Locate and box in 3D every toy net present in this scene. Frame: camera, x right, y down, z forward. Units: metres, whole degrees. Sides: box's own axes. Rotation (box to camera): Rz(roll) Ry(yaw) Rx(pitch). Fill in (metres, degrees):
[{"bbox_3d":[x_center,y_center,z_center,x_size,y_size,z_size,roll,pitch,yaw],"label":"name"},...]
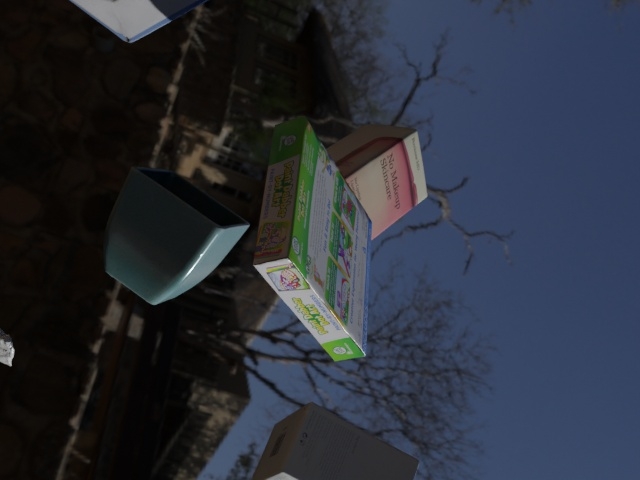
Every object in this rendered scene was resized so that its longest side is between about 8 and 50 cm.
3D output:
[{"bbox_3d":[-0.591,0.180,1.309,0.232,0.122,0.045,-25,-155,32],"label":"toy net"}]

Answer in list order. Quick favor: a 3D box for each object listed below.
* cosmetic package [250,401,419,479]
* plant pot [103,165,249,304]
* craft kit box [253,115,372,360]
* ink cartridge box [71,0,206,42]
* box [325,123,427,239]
[{"bbox_3d":[0.019,0.422,1.405,0.138,0.224,0.224,-65,-172,-29],"label":"cosmetic package"},{"bbox_3d":[-0.354,0.003,1.798,0.252,0.247,0.248,-57,174,8],"label":"plant pot"},{"bbox_3d":[0.000,0.000,1.086,0.060,0.247,0.250,-11,-132,20],"label":"craft kit box"},{"bbox_3d":[-0.188,-0.508,1.112,0.270,0.151,0.396,-8,-123,45],"label":"ink cartridge box"},{"bbox_3d":[0.076,-0.103,1.444,0.126,0.232,0.149,13,-53,41],"label":"box"}]
